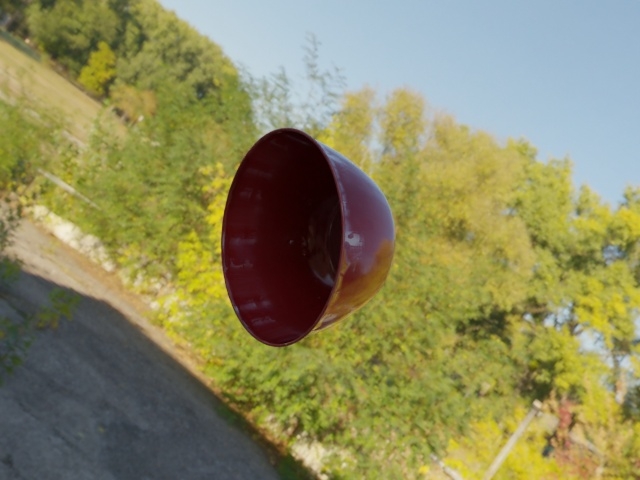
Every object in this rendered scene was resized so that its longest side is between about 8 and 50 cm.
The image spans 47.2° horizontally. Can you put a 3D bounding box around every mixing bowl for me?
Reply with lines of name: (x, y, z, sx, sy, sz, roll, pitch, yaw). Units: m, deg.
mixing bowl: (0.000, 0.000, 0.635, 0.098, 0.182, 0.181, 4, 21, -37)
